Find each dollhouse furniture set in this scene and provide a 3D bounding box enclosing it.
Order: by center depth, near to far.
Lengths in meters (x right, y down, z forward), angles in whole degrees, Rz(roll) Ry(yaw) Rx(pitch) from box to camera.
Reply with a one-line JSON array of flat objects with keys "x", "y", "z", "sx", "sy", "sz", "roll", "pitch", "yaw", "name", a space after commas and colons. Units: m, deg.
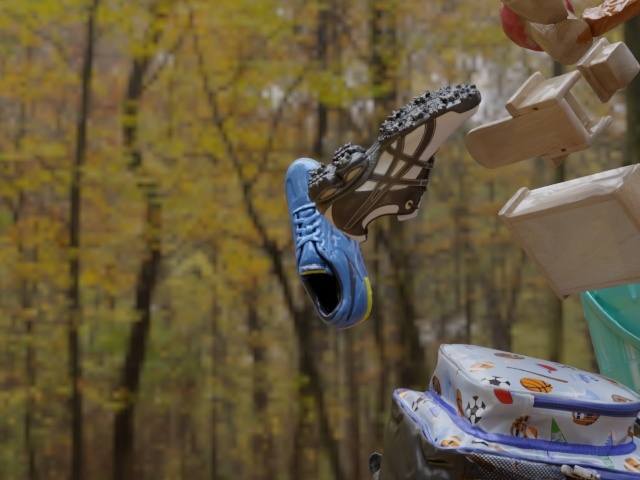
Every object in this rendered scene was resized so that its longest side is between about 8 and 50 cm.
[{"x": 0.349, "y": -0.117, "z": 1.680, "sx": 0.355, "sy": 0.303, "sz": 0.174, "roll": -47, "pitch": 18, "yaw": -30, "name": "dollhouse furniture set"}]

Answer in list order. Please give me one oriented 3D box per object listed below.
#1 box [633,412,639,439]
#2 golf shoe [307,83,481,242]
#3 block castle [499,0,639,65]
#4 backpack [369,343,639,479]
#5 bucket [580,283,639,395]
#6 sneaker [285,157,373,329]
[{"x": 0.512, "y": 0.251, "z": 2.130, "sx": 0.175, "sy": 0.220, "sz": 0.051, "roll": -38, "pitch": -16, "yaw": -21, "name": "box"}, {"x": 0.085, "y": -0.075, "z": 1.601, "sx": 0.198, "sy": 0.094, "sz": 0.077, "roll": -33, "pitch": 13, "yaw": 19, "name": "golf shoe"}, {"x": 0.269, "y": -0.447, "z": 1.847, "sx": 0.303, "sy": 0.453, "sz": 0.213, "roll": -28, "pitch": 23, "yaw": 1, "name": "block castle"}, {"x": 0.202, "y": 0.216, "z": 1.552, "sx": 0.263, "sy": 0.213, "sz": 0.276, "roll": 18, "pitch": 10, "yaw": -13, "name": "backpack"}, {"x": 0.445, "y": 0.090, "z": 1.951, "sx": 0.281, "sy": 0.183, "sz": 0.281, "roll": -7, "pitch": -11, "yaw": -1, "name": "bucket"}, {"x": 0.000, "y": 0.000, "z": 1.885, "sx": 0.069, "sy": 0.209, "sz": 0.082, "roll": -22, "pitch": -14, "yaw": 24, "name": "sneaker"}]
